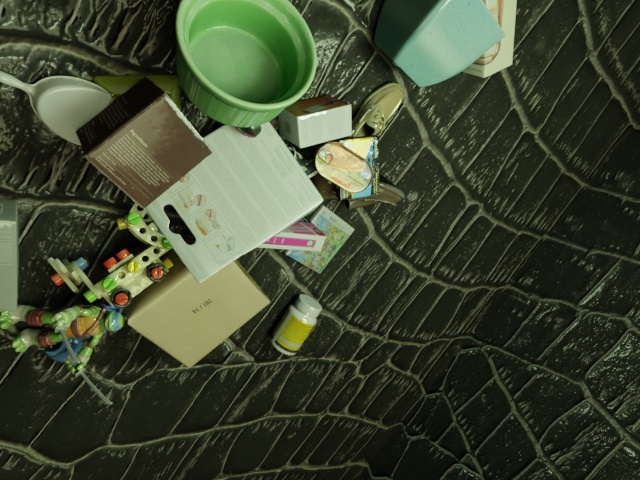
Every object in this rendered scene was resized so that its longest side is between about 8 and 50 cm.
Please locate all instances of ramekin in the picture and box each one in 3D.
[{"bbox_3d":[-0.175,-0.405,0.962,0.304,0.148,0.303,5,78,-25],"label":"ramekin"}]

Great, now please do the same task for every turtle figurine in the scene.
[{"bbox_3d":[-0.650,0.251,1.066,0.267,0.274,0.197,2,157,3],"label":"turtle figurine"}]

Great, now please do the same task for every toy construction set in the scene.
[{"bbox_3d":[-0.508,0.039,1.087,0.328,0.151,0.215,-35,106,-10],"label":"toy construction set"}]

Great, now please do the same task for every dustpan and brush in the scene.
[{"bbox_3d":[-0.577,-0.300,0.907,0.211,0.060,0.147,16,119,-47],"label":"dustpan and brush"}]

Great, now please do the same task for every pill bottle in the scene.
[{"bbox_3d":[-0.090,0.312,1.605,0.119,0.119,0.208,22,105,-42],"label":"pill bottle"}]

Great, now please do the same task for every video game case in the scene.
[{"bbox_3d":[0.000,0.000,1.528,0.212,0.023,0.193,-52,134,5],"label":"video game case"}]

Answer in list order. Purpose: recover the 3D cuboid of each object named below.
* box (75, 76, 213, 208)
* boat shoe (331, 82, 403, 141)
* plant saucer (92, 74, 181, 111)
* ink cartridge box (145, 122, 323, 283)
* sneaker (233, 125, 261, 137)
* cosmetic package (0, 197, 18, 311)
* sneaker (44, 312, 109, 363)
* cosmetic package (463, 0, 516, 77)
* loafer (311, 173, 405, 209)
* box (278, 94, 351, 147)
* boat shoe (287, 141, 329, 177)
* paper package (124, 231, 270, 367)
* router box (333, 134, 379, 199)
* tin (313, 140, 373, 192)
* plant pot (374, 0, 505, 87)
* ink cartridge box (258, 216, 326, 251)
[{"bbox_3d":[-0.387,-0.216,0.946,0.203,0.168,0.167,-41,134,-5],"label":"box"},{"bbox_3d":[0.159,-0.365,1.346,0.302,0.098,0.109,-44,134,-2],"label":"boat shoe"},{"bbox_3d":[-0.420,-0.291,1.023,0.188,0.045,0.188,-13,125,-28],"label":"plant saucer"},{"bbox_3d":[-0.234,-0.119,1.121,0.385,0.091,0.308,-35,92,-9],"label":"ink cartridge box"},{"bbox_3d":[-0.205,-0.337,1.069,0.077,0.178,0.072,-42,172,-18],"label":"sneaker"},{"bbox_3d":[-0.735,0.034,0.961,0.107,0.127,0.237,3,115,-37],"label":"cosmetic package"},{"bbox_3d":[-0.667,0.253,1.194,0.209,0.069,0.082,-44,130,-3],"label":"sneaker"},{"bbox_3d":[0.509,-0.688,1.345,0.129,0.153,0.296,-29,130,-14],"label":"cosmetic package"},{"bbox_3d":[0.118,-0.170,1.438,0.366,0.133,0.130,11,116,-28],"label":"loafer"},{"bbox_3d":[-0.017,-0.340,1.216,0.171,0.130,0.090,-21,128,-24],"label":"box"},{"bbox_3d":[-0.096,-0.217,1.254,0.303,0.114,0.091,-40,139,-8],"label":"boat shoe"},{"bbox_3d":[-0.367,0.166,1.281,0.325,0.168,0.309,-39,133,-9],"label":"paper package"},{"bbox_3d":[0.110,-0.220,1.296,0.133,0.046,0.178,-11,112,-19],"label":"router box"},{"bbox_3d":[0.065,-0.209,1.236,0.190,0.040,0.106,28,94,-25],"label":"tin"},{"bbox_3d":[0.301,-0.593,1.209,0.248,0.247,0.252,23,122,-42],"label":"plant pot"},{"bbox_3d":[-0.176,-0.041,1.270,0.371,0.176,0.069,3,118,-36],"label":"ink cartridge box"}]
